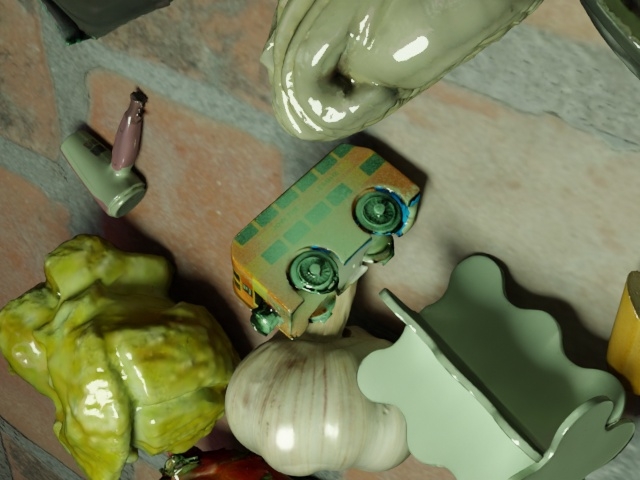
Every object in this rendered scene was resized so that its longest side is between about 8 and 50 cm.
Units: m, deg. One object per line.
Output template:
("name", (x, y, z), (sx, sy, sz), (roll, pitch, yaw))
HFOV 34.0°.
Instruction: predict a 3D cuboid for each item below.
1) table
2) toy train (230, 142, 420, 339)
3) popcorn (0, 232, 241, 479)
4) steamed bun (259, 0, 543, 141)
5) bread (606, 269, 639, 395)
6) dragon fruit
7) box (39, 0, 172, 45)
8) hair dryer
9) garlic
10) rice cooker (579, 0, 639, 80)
("table", (0.135, 0.121, 0.870), (0.198, 0.166, 0.166), (48, 145, 35))
("toy train", (0.000, 0.000, 0.900), (0.099, 0.188, 0.072), (42, 159, 15))
("popcorn", (-0.224, 0.133, 1.194), (0.276, 0.225, 0.276), (37, 144, 33))
("steamed bun", (0.046, -0.171, 0.715), (0.211, 0.218, 0.144), (-32, 95, 25))
("bread", (0.258, 0.078, 0.817), (0.062, 0.049, 0.103), (26, 137, 27))
("dragon fruit", (-0.084, 0.345, 1.243), (0.200, 0.198, 0.269), (48, 166, -31))
("box", (-0.185, -0.342, 0.806), (0.106, 0.264, 0.337), (-22, 106, 21))
("hair dryer", (-0.222, -0.108, 1.151), (0.106, 0.054, 0.154), (49, 131, 9))
("garlic", (0.013, 0.103, 0.998), (0.199, 0.199, 0.226), (15, 103, 37))
("rice cooker", (0.251, -0.173, 0.461), (0.316, 0.264, 0.316), (15, 135, 16))
